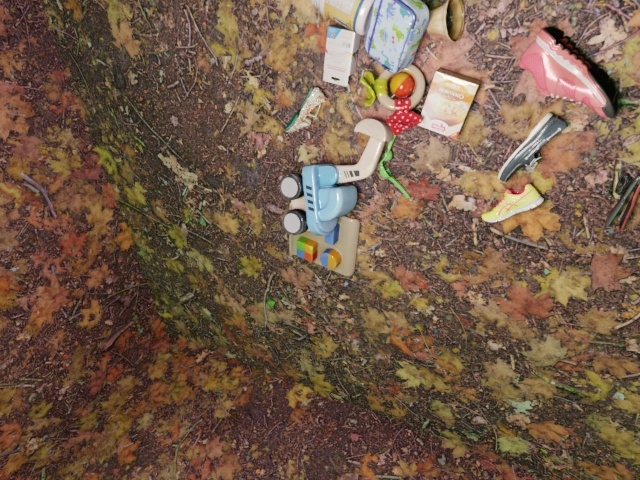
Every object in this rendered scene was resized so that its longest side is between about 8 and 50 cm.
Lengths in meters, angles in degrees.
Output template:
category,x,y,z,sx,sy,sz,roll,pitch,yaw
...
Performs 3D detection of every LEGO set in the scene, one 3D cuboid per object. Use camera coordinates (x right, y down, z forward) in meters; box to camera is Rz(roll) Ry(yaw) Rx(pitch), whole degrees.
category,x,y,z,sx,sy,sz,roll,pitch,yaw
LEGO set,0.115,-0.517,1.566,0.054,0.023,0.083,17,114,20

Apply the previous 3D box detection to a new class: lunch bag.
category,x,y,z,sx,sy,sz,roll,pitch,yaw
lunch bag,0.225,-0.648,1.286,0.176,0.090,0.219,50,155,18

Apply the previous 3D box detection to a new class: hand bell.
category,x,y,z,sx,sy,sz,roll,pitch,yaw
hand bell,0.308,-0.675,1.300,0.242,0.126,0.126,14,128,40

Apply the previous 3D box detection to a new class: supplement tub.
category,x,y,z,sx,sy,sz,roll,pitch,yaw
supplement tub,0.085,-0.767,1.327,0.199,0.144,0.144,33,132,10

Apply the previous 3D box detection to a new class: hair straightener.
category,x,y,z,sx,sy,sz,roll,pitch,yaw
hair straightener,0.930,-0.141,1.284,0.089,0.047,0.231,17,128,21

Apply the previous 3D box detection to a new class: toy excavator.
category,x,y,z,sx,sy,sz,roll,pitch,yaw
toy excavator,0.076,-0.234,1.640,0.444,0.222,0.433,1,101,30

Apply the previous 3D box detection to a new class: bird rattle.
category,x,y,z,sx,sy,sz,roll,pitch,yaw
bird rattle,0.258,-0.494,1.396,0.253,0.143,0.207,45,100,17

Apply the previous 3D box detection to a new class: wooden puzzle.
category,x,y,z,sx,sy,sz,roll,pitch,yaw
wooden puzzle,0.000,0.000,1.944,0.347,0.080,0.322,18,128,21

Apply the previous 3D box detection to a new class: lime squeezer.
category,x,y,z,sx,sy,sz,roll,pitch,yaw
lime squeezer,0.275,-0.299,1.586,0.109,0.059,0.311,7,122,29

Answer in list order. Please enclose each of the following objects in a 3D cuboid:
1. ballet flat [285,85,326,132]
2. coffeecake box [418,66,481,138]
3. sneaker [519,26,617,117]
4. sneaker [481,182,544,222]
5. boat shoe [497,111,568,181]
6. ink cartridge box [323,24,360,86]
category,x,y,z,sx,sy,sz,roll,pitch,yaw
ballet flat,-0.057,-0.500,1.645,0.077,0.091,0.241,28,139,-17
coffeecake box,0.424,-0.453,1.379,0.142,0.068,0.186,25,131,15
sneaker,0.705,-0.455,1.191,0.314,0.116,0.136,49,143,4
sneaker,0.655,-0.133,1.451,0.208,0.081,0.094,-27,96,34
boat shoe,0.670,-0.281,1.327,0.079,0.095,0.255,42,125,16
ink cartridge box,0.074,-0.651,1.469,0.104,0.061,0.181,22,129,19
